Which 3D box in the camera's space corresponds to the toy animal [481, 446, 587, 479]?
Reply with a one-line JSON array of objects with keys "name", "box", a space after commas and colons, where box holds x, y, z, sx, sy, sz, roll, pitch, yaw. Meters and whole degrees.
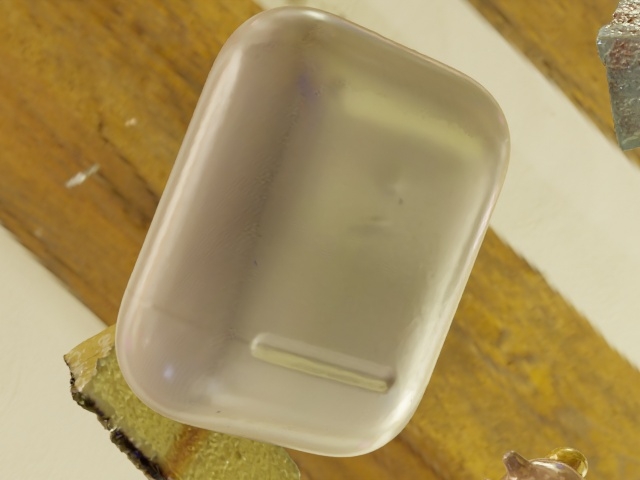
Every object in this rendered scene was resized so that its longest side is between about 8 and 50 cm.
[{"name": "toy animal", "box": [0.264, 0.330, 1.550, 0.165, 0.149, 0.248, -43, -78, 2]}]

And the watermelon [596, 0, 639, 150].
[{"name": "watermelon", "box": [0.161, -0.089, 0.679, 0.061, 0.085, 0.085, 8, -119, -27]}]

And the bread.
[{"name": "bread", "box": [-0.148, 0.198, 1.483, 0.142, 0.178, 0.266, -45, -72, -19]}]

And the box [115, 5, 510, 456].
[{"name": "box", "box": [-0.001, 0.000, 1.173, 0.288, 0.141, 0.349, 18, -86, -36]}]
